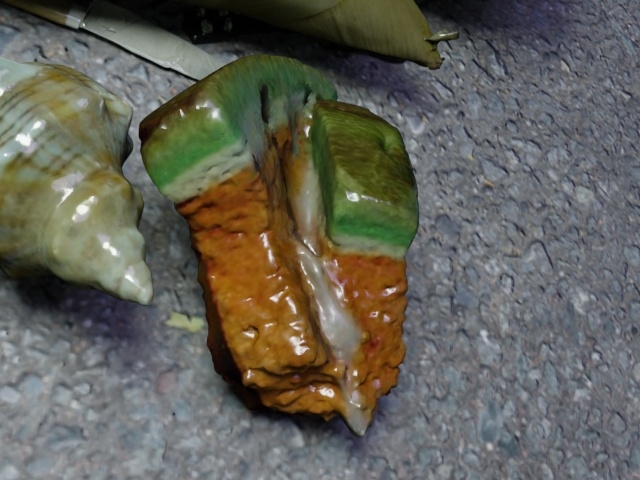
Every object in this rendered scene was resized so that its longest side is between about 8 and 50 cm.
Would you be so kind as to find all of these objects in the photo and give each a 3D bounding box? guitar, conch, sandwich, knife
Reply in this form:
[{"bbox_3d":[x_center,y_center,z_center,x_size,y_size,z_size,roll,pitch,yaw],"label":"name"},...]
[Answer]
[{"bbox_3d":[-0.011,-0.223,0.865,0.271,0.038,0.083,-8,67,-33],"label":"guitar"},{"bbox_3d":[-0.257,-0.074,0.573,0.386,0.203,0.169,27,73,12],"label":"conch"},{"bbox_3d":[0.000,0.000,0.654,0.250,0.162,0.301,-17,93,-67],"label":"sandwich"},{"bbox_3d":[-0.197,-0.196,0.758,0.298,0.017,0.047,20,51,-19],"label":"knife"}]

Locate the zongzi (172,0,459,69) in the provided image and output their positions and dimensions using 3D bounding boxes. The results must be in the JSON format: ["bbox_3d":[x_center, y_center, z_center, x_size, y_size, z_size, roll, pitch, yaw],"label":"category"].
[{"bbox_3d":[-0.128,-0.235,0.679,0.418,0.181,0.447,48,46,3],"label":"zongzi"}]
